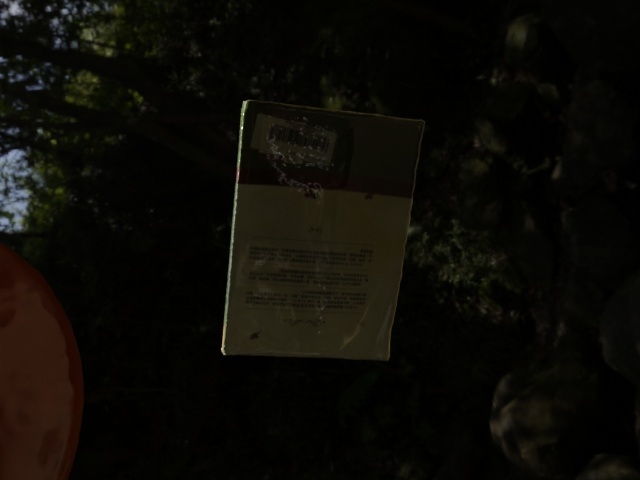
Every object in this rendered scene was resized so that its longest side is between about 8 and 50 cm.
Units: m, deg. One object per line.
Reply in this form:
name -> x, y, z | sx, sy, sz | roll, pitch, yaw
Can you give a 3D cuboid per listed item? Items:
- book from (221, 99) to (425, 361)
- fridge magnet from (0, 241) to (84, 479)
book -> 0.000, 0.000, 0.687 | 0.026, 0.201, 0.289 | -123, 39, -70
fridge magnet -> -0.366, 0.143, 0.468 | 0.155, 0.364, 0.363 | 101, 165, -63
